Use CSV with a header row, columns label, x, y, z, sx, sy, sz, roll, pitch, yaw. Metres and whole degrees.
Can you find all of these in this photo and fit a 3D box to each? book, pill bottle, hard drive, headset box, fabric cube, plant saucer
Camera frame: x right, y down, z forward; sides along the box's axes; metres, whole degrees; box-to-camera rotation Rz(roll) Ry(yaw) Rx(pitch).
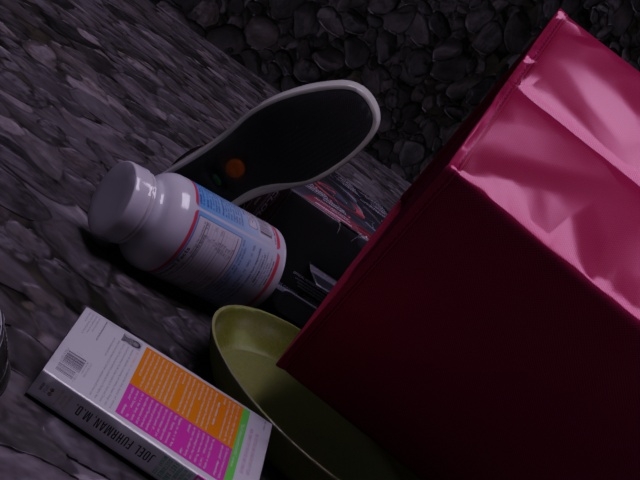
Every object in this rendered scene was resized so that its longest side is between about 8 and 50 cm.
label,x,y,z,sx,sy,sz,roll,pitch,yaw
book,-0.100,0.105,0.628,0.144,0.035,0.096,37,14,-9
pill bottle,-0.112,-0.003,0.872,0.160,0.087,0.087,30,14,-37
hard drive,-0.025,0.063,0.962,0.094,0.022,0.135,34,-5,-23
headset box,0.000,0.000,1.155,0.218,0.110,0.293,34,12,-23
fabric cube,0.172,0.038,0.774,0.258,0.254,0.259,38,45,1
plant saucer,0.003,0.142,0.796,0.241,0.037,0.241,38,11,-9

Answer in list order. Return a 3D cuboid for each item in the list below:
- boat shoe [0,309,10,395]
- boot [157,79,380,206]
label,x,y,z,sx,sy,sz,roll,pitch,yaw
boat shoe,-0.238,0.005,0.508,0.219,0.078,0.070,39,-24,18
boot,-0.058,-0.091,1.023,0.088,0.244,0.176,63,7,-11
